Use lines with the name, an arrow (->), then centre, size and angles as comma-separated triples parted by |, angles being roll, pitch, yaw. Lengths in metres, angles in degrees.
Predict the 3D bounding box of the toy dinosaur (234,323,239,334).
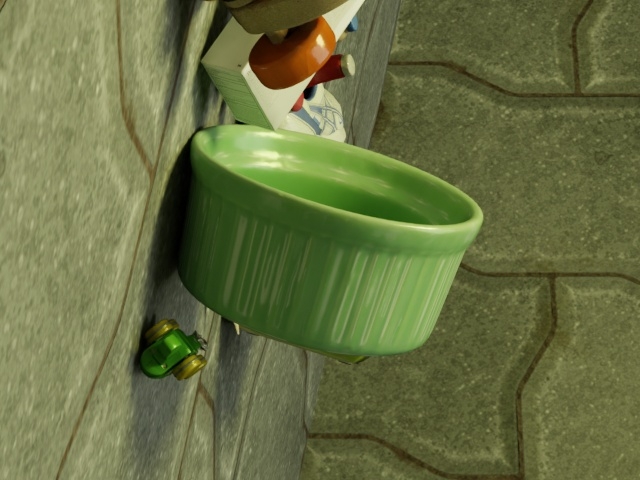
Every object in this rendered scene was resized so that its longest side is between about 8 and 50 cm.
toy dinosaur -> -0.113, 0.026, 1.788 | 0.092, 0.053, 0.183 | -60, 158, -25

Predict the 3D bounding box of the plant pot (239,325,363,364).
plant pot -> 0.001, 0.040, 2.036 | 0.228, 0.227, 0.207 | 36, 70, -84

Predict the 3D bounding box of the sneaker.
sneaker -> -0.024, -0.173, 1.940 | 0.296, 0.112, 0.131 | -65, 163, -71

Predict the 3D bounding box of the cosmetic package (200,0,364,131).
cosmetic package -> -0.024, -0.238, 1.614 | 0.239, 0.060, 0.099 | -57, 147, -21

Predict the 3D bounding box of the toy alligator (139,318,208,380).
toy alligator -> -0.147, 0.114, 1.546 | 0.051, 0.056, 0.190 | -38, 175, 1

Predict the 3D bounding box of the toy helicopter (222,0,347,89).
toy helicopter -> -0.006, -0.311, 1.501 | 0.140, 0.235, 0.355 | 52, 12, -30

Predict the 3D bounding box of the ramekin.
ramekin -> 0.000, 0.000, 1.596 | 0.303, 0.303, 0.148 | -60, 166, -74

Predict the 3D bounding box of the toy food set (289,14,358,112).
toy food set -> -0.021, -0.218, 1.736 | 0.232, 0.104, 0.111 | -69, 146, -52

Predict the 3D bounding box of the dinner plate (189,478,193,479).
dinner plate -> -0.166, 0.364, 1.925 | 0.141, 0.017, 0.141 | 10, 90, -83
